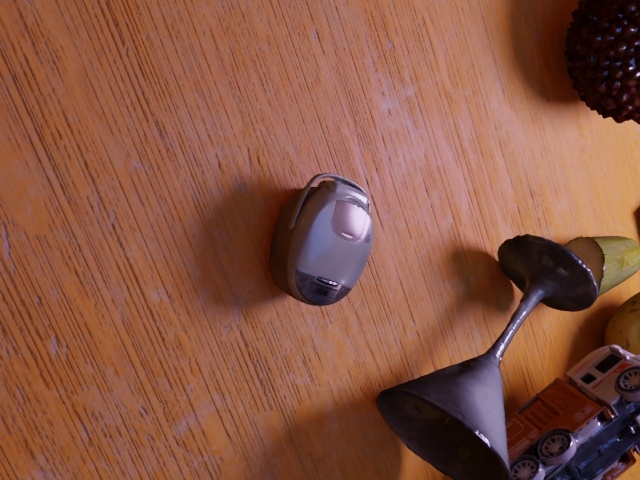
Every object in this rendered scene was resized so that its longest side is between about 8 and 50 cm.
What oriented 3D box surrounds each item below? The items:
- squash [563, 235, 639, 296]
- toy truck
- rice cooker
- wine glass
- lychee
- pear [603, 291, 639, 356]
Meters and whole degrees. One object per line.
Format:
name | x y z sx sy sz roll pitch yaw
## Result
squash | 0.594 0.030 1.882 0.287 0.137 0.137 -19 105 -39
toy truck | 0.471 0.363 1.716 0.387 0.207 0.173 -37 116 -5
rice cooker | 0.000 0.000 1.443 0.145 0.127 0.206 21 79 -36
wine glass | 0.308 0.199 1.620 0.406 0.267 0.267 -52 121 -26
lychee | 0.628 -0.370 1.756 0.330 0.306 0.306 -37 115 -13
pear | 0.722 0.227 1.895 0.281 0.281 0.280 -4 97 -35
